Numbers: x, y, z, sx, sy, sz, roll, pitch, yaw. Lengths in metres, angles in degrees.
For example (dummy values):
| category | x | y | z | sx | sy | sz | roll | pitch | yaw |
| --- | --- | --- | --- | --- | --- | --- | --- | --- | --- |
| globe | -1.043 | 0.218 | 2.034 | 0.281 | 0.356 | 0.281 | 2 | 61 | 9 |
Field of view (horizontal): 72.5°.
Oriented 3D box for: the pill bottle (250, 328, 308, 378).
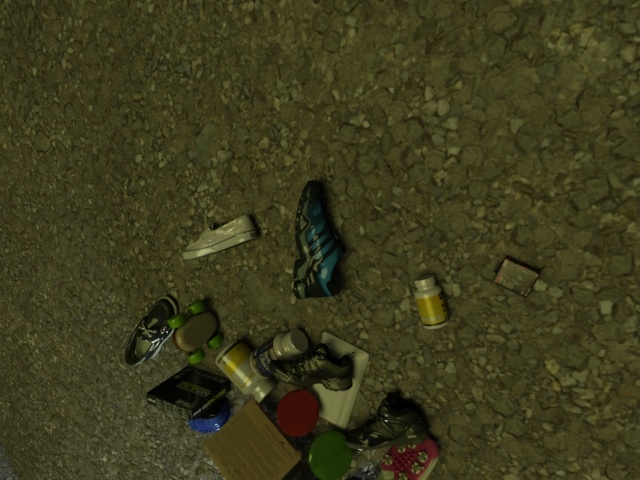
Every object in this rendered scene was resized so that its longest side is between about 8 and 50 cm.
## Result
| category | x | y | z | sx | sy | sz | roll | pitch | yaw |
| --- | --- | --- | --- | --- | --- | --- | --- | --- | --- |
| pill bottle | -0.115 | 0.319 | 1.240 | 0.169 | 0.094 | 0.094 | -39 | 83 | 30 |

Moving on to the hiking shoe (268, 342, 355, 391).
| category | x | y | z | sx | sy | sz | roll | pitch | yaw |
| --- | --- | --- | --- | --- | --- | --- | --- | --- | --- |
| hiking shoe | -0.022 | 0.322 | 1.155 | 0.227 | 0.086 | 0.114 | 8 | 89 | 1 |

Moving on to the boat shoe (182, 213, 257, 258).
| category | x | y | z | sx | sy | sz | roll | pitch | yaw |
| --- | --- | --- | --- | --- | --- | --- | --- | --- | --- |
| boat shoe | -0.299 | -0.010 | 1.270 | 0.258 | 0.095 | 0.084 | -17 | 90 | 20 |

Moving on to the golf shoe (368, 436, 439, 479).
| category | x | y | z | sx | sy | sz | roll | pitch | yaw |
| --- | --- | --- | --- | --- | --- | --- | --- | --- | --- |
| golf shoe | 0.215 | 0.636 | 1.147 | 0.140 | 0.115 | 0.306 | 32 | 104 | -30 |

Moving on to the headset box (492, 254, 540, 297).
| category | x | y | z | sx | sy | sz | roll | pitch | yaw |
| --- | --- | --- | --- | --- | --- | --- | --- | --- | --- |
| headset box | 0.414 | 0.075 | 0.933 | 0.083 | 0.032 | 0.062 | 27 | 114 | 18 |

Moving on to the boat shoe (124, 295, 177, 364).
| category | x | y | z | sx | sy | sz | roll | pitch | yaw |
| --- | --- | --- | --- | --- | --- | --- | --- | --- | --- |
| boat shoe | -0.581 | 0.318 | 1.491 | 0.114 | 0.091 | 0.302 | 36 | 117 | 16 |

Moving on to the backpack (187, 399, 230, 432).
| category | x | y | z | sx | sy | sz | roll | pitch | yaw |
| --- | --- | --- | --- | --- | --- | --- | --- | --- | --- |
| backpack | -0.356 | 0.576 | 1.435 | 0.120 | 0.098 | 0.101 | -13 | 117 | 22 |

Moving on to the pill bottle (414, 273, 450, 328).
| category | x | y | z | sx | sy | sz | roll | pitch | yaw |
| --- | --- | --- | --- | --- | --- | --- | --- | --- | --- |
| pill bottle | 0.255 | 0.141 | 1.015 | 0.065 | 0.065 | 0.116 | -14 | 96 | 30 |

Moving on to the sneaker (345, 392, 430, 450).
| category | x | y | z | sx | sy | sz | roll | pitch | yaw |
| --- | --- | --- | --- | --- | --- | --- | --- | --- | --- |
| sneaker | 0.156 | 0.468 | 1.140 | 0.227 | 0.087 | 0.130 | -22 | 89 | 27 |

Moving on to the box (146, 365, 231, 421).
| category | x | y | z | sx | sy | sz | roll | pitch | yaw |
| --- | --- | --- | --- | --- | --- | --- | --- | --- | --- |
| box | -0.416 | 0.480 | 1.389 | 0.190 | 0.184 | 0.045 | 9 | 105 | 27 |

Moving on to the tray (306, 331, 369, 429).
| category | x | y | z | sx | sy | sz | roll | pitch | yaw |
| --- | --- | --- | --- | --- | --- | --- | --- | --- | --- |
| tray | 0.034 | 0.399 | 1.218 | 0.145 | 0.030 | 0.270 | 23 | 112 | 23 |

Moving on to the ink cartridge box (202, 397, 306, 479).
| category | x | y | z | sx | sy | sz | roll | pitch | yaw |
| --- | --- | --- | --- | --- | --- | --- | --- | --- | --- |
| ink cartridge box | -0.188 | 0.609 | 1.246 | 0.234 | 0.193 | 0.088 | 37 | 157 | 33 |

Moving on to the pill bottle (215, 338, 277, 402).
| category | x | y | z | sx | sy | sz | roll | pitch | yaw |
| --- | --- | --- | --- | --- | --- | --- | --- | --- | --- |
| pill bottle | -0.220 | 0.393 | 1.310 | 0.184 | 0.103 | 0.103 | 42 | 118 | 13 |

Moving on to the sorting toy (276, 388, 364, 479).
| category | x | y | z | sx | sy | sz | roll | pitch | yaw |
| --- | --- | --- | --- | --- | --- | --- | --- | --- | --- |
| sorting toy | -0.004 | 0.582 | 1.244 | 0.365 | 0.127 | 0.126 | 52 | 156 | -1 |

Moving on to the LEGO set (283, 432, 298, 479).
| category | x | y | z | sx | sy | sz | roll | pitch | yaw |
| --- | --- | --- | --- | --- | --- | --- | --- | --- | --- |
| LEGO set | -0.169 | 0.631 | 1.336 | 0.287 | 0.132 | 0.107 | 30 | 106 | 26 |

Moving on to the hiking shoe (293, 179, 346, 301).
| category | x | y | z | sx | sy | sz | roll | pitch | yaw |
| --- | --- | --- | --- | --- | --- | --- | --- | --- | --- |
| hiking shoe | 0.000 | 0.000 | 1.115 | 0.132 | 0.113 | 0.304 | 2 | 98 | -3 |

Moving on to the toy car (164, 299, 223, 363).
| category | x | y | z | sx | sy | sz | roll | pitch | yaw |
| --- | --- | --- | --- | --- | --- | --- | --- | --- | --- |
| toy car | -0.431 | 0.290 | 1.387 | 0.188 | 0.149 | 0.155 | -14 | 106 | 41 |
